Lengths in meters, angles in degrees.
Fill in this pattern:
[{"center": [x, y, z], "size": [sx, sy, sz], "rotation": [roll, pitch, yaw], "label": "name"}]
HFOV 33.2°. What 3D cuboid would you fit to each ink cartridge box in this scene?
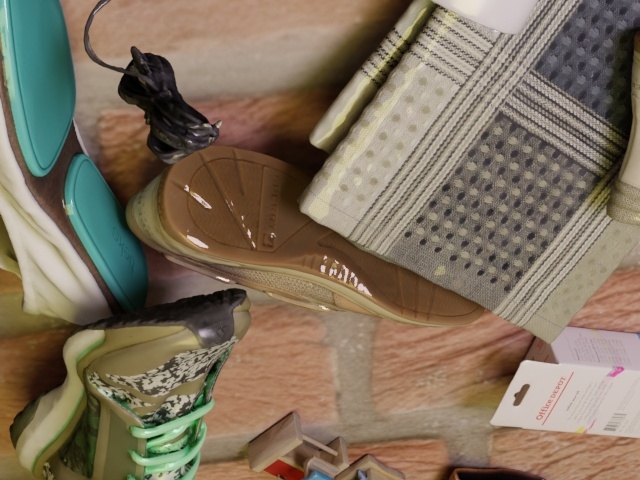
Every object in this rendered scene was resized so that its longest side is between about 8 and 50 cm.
[{"center": [0.270, 0.147, 1.126], "size": [0.181, 0.061, 0.104], "rotation": [7, 129, -14], "label": "ink cartridge box"}]

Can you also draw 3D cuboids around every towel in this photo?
[{"center": [0.174, -0.093, 0.877], "size": [0.312, 0.056, 0.324], "rotation": [28, 106, -31], "label": "towel"}]

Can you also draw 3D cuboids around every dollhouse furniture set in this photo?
[{"center": [-0.004, 0.307, 1.184], "size": [0.129, 0.129, 0.183], "rotation": [-39, 126, 24], "label": "dollhouse furniture set"}]

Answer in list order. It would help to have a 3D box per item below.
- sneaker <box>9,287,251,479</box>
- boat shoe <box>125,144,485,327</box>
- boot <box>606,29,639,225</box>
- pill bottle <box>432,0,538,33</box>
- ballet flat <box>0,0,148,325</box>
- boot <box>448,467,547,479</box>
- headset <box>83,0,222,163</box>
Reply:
[{"center": [-0.145, 0.174, 0.946], "size": [0.158, 0.182, 0.410], "rotation": [-17, 162, -33], "label": "sneaker"}, {"center": [0.000, 0.000, 0.940], "size": [0.341, 0.122, 0.110], "rotation": [19, 161, -29], "label": "boat shoe"}, {"center": [0.338, -0.089, 0.858], "size": [0.213, 0.077, 0.165], "rotation": [-4, 119, -12], "label": "boot"}, {"center": [0.136, -0.256, 0.677], "size": [0.131, 0.131, 0.229], "rotation": [17, 114, -22], "label": "pill bottle"}, {"center": [-0.242, -0.069, 0.830], "size": [0.139, 0.139, 0.400], "rotation": [-10, 135, 1], "label": "ballet flat"}, {"center": [0.120, 0.381, 1.291], "size": [0.264, 0.096, 0.280], "rotation": [11, 128, -17], "label": "boot"}, {"center": [-0.049, -0.249, 0.632], "size": [0.243, 0.185, 0.394], "rotation": [8, 120, -29], "label": "headset"}]
